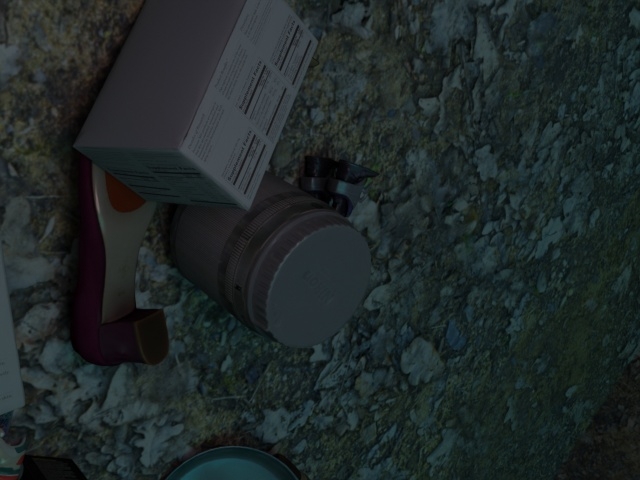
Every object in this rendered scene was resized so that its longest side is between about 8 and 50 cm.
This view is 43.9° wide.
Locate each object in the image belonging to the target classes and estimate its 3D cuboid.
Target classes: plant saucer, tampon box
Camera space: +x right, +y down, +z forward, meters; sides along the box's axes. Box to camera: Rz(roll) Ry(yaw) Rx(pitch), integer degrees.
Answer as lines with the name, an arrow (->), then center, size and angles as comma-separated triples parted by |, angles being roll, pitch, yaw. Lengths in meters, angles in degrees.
plant saucer -> -0.174, 0.546, 1.502 | 0.317, 0.043, 0.318 | 1, 87, -14
tampon box -> -0.419, 0.428, 1.227 | 0.101, 0.161, 0.120 | 24, 94, -47

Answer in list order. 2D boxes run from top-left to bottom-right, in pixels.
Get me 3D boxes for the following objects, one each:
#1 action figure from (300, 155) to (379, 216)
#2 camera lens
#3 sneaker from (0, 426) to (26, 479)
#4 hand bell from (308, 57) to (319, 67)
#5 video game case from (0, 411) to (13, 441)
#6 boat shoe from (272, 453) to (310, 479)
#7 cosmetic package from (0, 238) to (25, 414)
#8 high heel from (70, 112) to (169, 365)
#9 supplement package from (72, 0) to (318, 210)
action figure -> 0.000, 0.000, 1.375 | 0.099, 0.185, 0.285 | 17, 91, -42
camera lens -> -0.084, 0.016, 1.223 | 0.219, 0.274, 0.219 | -22, 126, -34
sneaker -> -0.497, 0.298, 1.140 | 0.161, 0.057, 0.075 | 28, 76, -46
hand bell -> -0.123, -0.209, 1.209 | 0.126, 0.126, 0.242 | 25, 107, -47
video game case -> -0.526, 0.270, 1.144 | 0.157, 0.019, 0.143 | 6, 108, -44
boat shoe -> -0.172, 0.571, 1.587 | 0.342, 0.123, 0.123 | -44, 115, -11
cosmetic package -> -0.501, 0.050, 0.946 | 0.217, 0.156, 0.385 | -17, 122, -36
high heel -> -0.329, 0.003, 1.146 | 0.127, 0.181, 0.378 | -13, 100, -56
supplement package -> -0.159, -0.193, 1.037 | 0.145, 0.204, 0.262 | 42, 62, -47
